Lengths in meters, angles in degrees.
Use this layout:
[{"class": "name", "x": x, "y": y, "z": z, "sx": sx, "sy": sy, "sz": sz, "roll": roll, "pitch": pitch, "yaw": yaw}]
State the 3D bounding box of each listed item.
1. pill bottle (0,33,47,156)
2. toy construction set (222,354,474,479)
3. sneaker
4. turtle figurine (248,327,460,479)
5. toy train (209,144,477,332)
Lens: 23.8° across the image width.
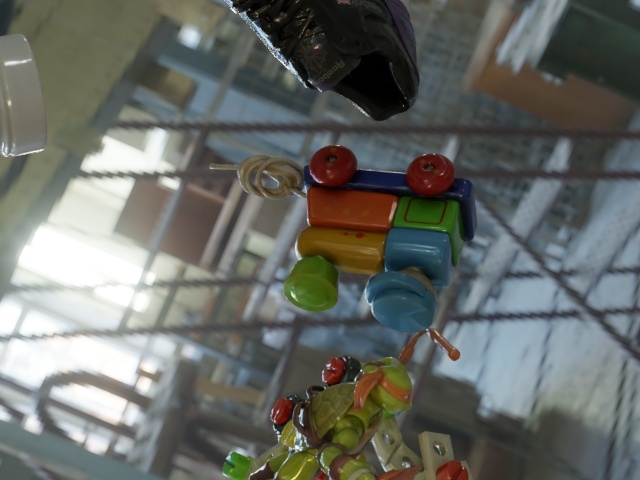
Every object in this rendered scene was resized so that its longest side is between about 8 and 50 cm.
[{"class": "pill bottle", "x": -0.358, "y": -0.103, "z": 1.251, "sx": 0.136, "sy": 0.245, "sz": 0.136, "roll": 168, "pitch": 90, "yaw": -72}, {"class": "toy construction set", "x": 0.012, "y": 0.253, "z": 1.602, "sx": 0.327, "sy": 0.151, "sz": 0.215, "roll": -25, "pitch": 39, "yaw": 34}, {"class": "sneaker", "x": -0.011, "y": -0.192, "z": 1.219, "sx": 0.107, "sy": 0.283, "sz": 0.124, "roll": -35, "pitch": 49, "yaw": 29}, {"class": "turtle figurine", "x": 0.006, "y": 0.171, "z": 1.248, "sx": 0.217, "sy": 0.087, "sz": 0.269, "roll": -45, "pitch": 11, "yaw": 25}, {"class": "toy train", "x": 0.000, "y": 0.000, "z": 1.303, "sx": 0.105, "sy": 0.248, "sz": 0.143, "roll": 78, "pitch": -155, "yaw": -46}]
